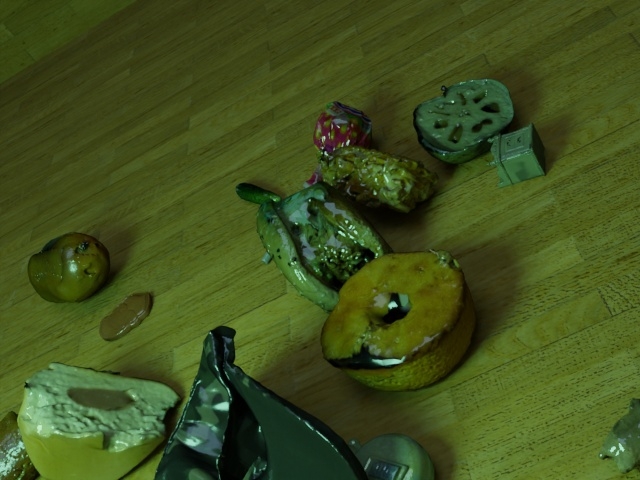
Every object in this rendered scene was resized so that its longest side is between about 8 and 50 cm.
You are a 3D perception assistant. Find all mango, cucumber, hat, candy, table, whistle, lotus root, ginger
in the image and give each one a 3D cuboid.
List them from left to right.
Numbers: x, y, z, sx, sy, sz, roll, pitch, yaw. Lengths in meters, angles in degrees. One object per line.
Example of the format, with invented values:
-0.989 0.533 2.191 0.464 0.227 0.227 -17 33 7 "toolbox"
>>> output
-0.555 0.071 2.031 0.249 0.151 0.155 -24 54 42 "mango"
-0.142 -0.100 1.962 0.039 0.039 0.168 -49 37 -17 "cucumber"
-0.090 0.342 1.311 0.382 0.257 0.366 23 90 18 "hat"
-0.017 -0.110 1.826 0.124 0.124 0.365 14 67 49 "candy"
0.056 0.315 1.269 0.258 0.067 0.126 3 53 47 "whistle"
0.267 -0.208 1.697 0.183 0.078 0.203 -12 44 14 "lotus root"
0.332 -0.145 1.572 0.083 0.062 0.079 -17 38 27 "table"
0.398 0.206 1.115 0.070 0.051 0.173 11 51 41 "ginger"

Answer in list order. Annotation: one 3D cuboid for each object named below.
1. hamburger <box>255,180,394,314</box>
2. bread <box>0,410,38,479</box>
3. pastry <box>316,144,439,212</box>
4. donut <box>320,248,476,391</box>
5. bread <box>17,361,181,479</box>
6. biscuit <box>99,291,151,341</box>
0.000 0.000 1.599 0.167 0.192 0.288 -45 33 5 "hamburger"
-0.579 0.412 1.681 0.172 0.103 0.132 -49 35 -15 "bread"
0.084 -0.116 1.686 0.154 0.102 0.250 -10 18 -42 "pastry"
0.118 0.118 1.403 0.254 0.118 0.253 -21 39 18 "donut"
-0.393 0.290 1.566 0.224 0.211 0.183 -30 27 19 "bread"
-0.402 0.155 1.905 0.130 0.019 0.102 -38 35 -4 "biscuit"
